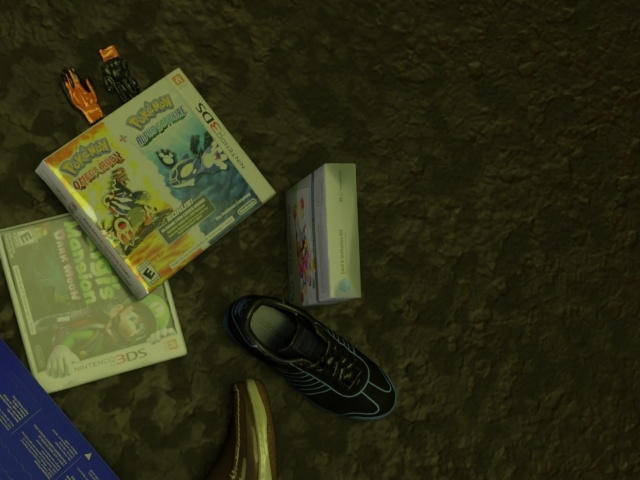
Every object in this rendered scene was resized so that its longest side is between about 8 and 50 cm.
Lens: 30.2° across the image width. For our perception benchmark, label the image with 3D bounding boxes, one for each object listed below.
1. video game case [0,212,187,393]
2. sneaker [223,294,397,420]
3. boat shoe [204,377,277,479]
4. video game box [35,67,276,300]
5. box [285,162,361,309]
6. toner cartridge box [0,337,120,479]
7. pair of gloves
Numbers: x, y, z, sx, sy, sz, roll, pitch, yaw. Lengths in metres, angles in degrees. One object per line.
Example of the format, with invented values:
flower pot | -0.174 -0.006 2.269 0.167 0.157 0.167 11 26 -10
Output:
video game case | -0.256 0.060 1.329 0.173 0.022 0.190 -15 87 -17
sneaker | -0.005 0.138 1.356 0.232 0.090 0.081 30 76 -10
boat shoe | -0.098 0.283 1.313 0.095 0.095 0.257 -2 84 -10
video game box | -0.181 -0.066 1.336 0.205 0.048 0.187 -41 93 -28
box | 0.000 0.000 1.324 0.038 0.186 0.145 0 84 -14
toner cartridge box | -0.305 0.277 1.238 0.348 0.075 0.165 52 55 -5
pair of gloves | -0.254 -0.180 1.365 0.083 0.010 0.074 -32 91 -20
